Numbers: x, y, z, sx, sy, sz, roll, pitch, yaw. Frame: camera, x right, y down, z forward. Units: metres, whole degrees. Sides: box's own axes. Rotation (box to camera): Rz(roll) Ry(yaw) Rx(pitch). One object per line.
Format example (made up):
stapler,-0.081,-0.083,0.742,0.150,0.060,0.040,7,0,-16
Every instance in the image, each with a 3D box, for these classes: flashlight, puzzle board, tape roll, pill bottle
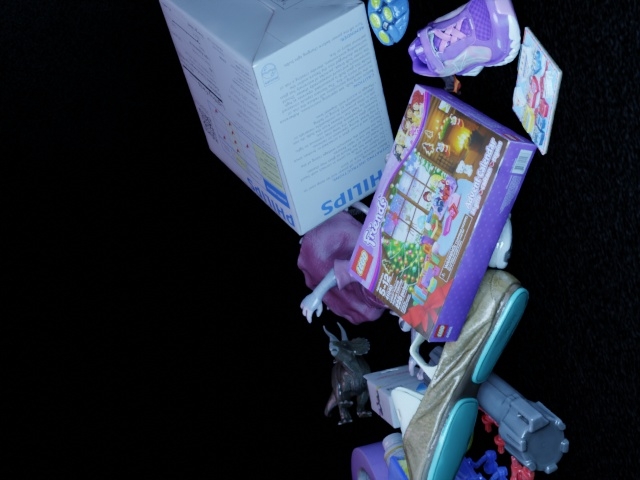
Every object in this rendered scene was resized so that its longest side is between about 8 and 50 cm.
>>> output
flashlight,0.254,0.242,1.696,0.103,0.103,0.304,-68,25,9
puzzle board,0.263,-0.183,1.433,0.128,0.011,0.096,91,161,-45
tape roll,0.149,0.562,2.458,0.275,0.090,0.274,168,90,-78
pill bottle,0.165,0.444,2.329,0.065,0.065,0.116,90,163,-44

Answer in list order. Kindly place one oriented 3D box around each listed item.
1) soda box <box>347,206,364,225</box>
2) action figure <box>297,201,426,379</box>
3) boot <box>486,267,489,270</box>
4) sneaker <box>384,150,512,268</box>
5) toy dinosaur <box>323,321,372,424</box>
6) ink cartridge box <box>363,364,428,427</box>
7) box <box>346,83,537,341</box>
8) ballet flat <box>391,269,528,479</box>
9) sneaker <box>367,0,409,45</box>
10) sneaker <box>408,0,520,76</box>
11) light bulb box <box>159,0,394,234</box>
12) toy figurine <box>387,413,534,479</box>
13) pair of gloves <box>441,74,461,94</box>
soda box,0.059,-0.003,2.390,0.060,0.053,0.169,-125,26,-60
action figure,0.115,0.069,2.083,0.275,0.248,0.370,-61,25,-9
boot,0.197,0.102,1.789,0.207,0.094,0.246,115,148,-64
sneaker,0.183,-0.052,1.669,0.292,0.118,0.110,-120,24,-50
toy dinosaur,0.069,0.311,2.581,0.313,0.121,0.160,93,173,-63
ink cartridge box,0.153,0.283,2.140,0.181,0.104,0.061,-155,55,-75
box,0.155,-0.038,1.570,0.201,0.057,0.293,40,118,46
ballet flat,0.171,0.193,1.613,0.124,0.116,0.342,23,94,29
sneaker,0.099,-0.403,1.852,0.078,0.067,0.188,21,-127,-80
sneaker,0.180,-0.261,1.511,0.236,0.104,0.095,156,103,-76
light bulb box,-0.071,-0.271,2.021,0.358,0.225,0.361,43,158,44
toy figurine,0.175,0.346,1.848,0.362,0.217,0.191,-123,24,-56
pair of gloves,0.190,-0.213,1.722,0.074,0.010,0.083,-121,24,-56
